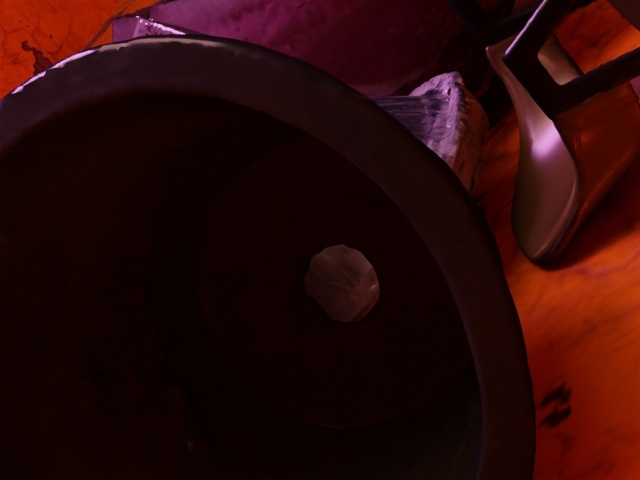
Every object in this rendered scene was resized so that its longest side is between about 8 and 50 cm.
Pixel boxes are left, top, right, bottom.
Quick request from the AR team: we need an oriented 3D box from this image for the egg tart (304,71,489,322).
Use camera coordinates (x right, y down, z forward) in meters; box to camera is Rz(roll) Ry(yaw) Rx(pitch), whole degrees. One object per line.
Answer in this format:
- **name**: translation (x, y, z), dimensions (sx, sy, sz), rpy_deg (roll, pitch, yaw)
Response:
- **egg tart**: translation (0.000, 0.000, 0.880), dimensions (0.234, 0.094, 0.234), rpy_deg (-54, 10, 14)

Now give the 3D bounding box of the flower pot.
- **flower pot**: translation (-0.018, 0.040, 0.681), dimensions (0.269, 0.269, 0.166), rpy_deg (-39, -5, 27)

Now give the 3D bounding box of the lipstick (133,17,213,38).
- **lipstick**: translation (-0.094, 0.052, 0.815), dimensions (0.066, 0.068, 0.317), rpy_deg (25, 101, 44)

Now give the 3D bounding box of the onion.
- **onion**: translation (0.042, -0.133, 1.015), dimensions (0.267, 0.159, 0.348), rpy_deg (-34, 16, -32)

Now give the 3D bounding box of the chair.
- **chair**: translation (0.146, -0.129, 0.759), dimensions (0.247, 0.172, 0.159), rpy_deg (-38, 18, 7)
